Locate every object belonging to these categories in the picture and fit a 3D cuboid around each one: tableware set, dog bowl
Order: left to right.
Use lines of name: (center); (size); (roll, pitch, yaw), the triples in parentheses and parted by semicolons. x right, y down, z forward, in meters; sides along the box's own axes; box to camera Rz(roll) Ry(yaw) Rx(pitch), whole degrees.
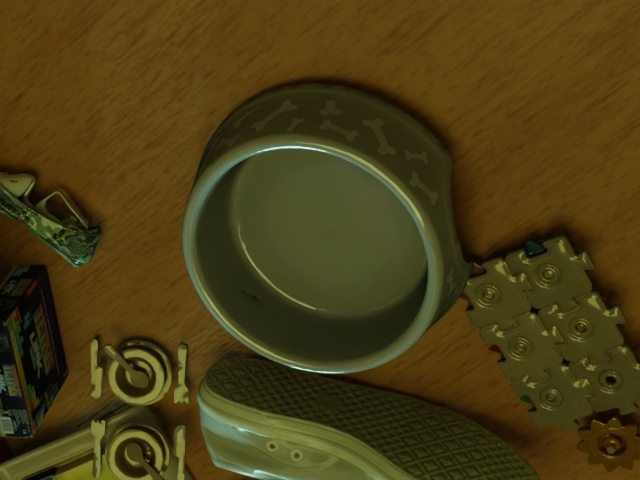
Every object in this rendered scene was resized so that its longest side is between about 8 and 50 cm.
tableware set: (-0.235, 0.225, 1.815); (0.128, 0.039, 0.194); (2, 99, 6)
dog bowl: (0.000, 0.000, 1.624); (0.349, 0.102, 0.348); (8, 120, 14)

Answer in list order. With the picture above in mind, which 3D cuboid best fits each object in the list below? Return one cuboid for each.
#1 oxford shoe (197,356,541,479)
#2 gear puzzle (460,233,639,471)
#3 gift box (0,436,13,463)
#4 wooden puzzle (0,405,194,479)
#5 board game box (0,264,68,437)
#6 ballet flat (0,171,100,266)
oxford shoe: (0.057, 0.270, 1.748); (0.449, 0.169, 0.130); (16, 118, 11)
gear puzzle: (0.302, 0.140, 1.691); (0.175, 0.044, 0.339); (-22, 112, 30)
gift box: (-0.584, 0.337, 1.865); (0.258, 0.276, 0.255); (-15, 110, 21)
wooden puzzle: (-0.291, 0.352, 1.900); (0.239, 0.044, 0.221); (-26, 112, 6)
board game box: (-0.371, 0.137, 1.776); (0.048, 0.141, 0.170); (1, 119, 12)
ballet flat: (-0.348, -0.044, 1.725); (0.188, 0.070, 0.070); (35, 120, -10)
